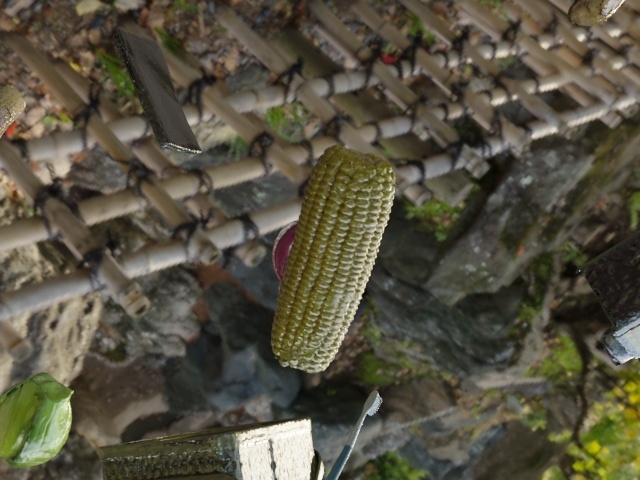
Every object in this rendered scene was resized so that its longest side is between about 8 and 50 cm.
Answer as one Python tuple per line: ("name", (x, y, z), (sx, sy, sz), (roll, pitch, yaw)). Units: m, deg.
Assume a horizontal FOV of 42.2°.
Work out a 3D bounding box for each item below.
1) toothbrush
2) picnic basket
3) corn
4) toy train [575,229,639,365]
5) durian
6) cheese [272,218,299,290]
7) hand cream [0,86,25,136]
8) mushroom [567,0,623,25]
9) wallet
("toothbrush", (0.040, 0.376, 1.435), (0.275, 0.019, 0.025), (-57, 130, -31))
("picnic basket", (-0.108, 0.274, 0.895), (0.165, 0.139, 0.267), (-10, 169, 17))
("corn", (0.012, 0.031, 1.224), (0.131, 0.131, 0.344), (-8, 121, -56))
("toy train", (0.434, 0.051, 0.972), (0.261, 0.134, 0.177), (-36, 127, 18))
("durian", (-0.480, 0.303, 1.374), (0.101, 0.139, 0.250), (6, 145, -34))
("cheese", (0.000, 0.000, 1.546), (0.244, 0.155, 0.062), (-63, 172, -1))
("hand cream", (-0.459, -0.157, 1.134), (0.084, 0.084, 0.203), (-57, -170, 29))
("mushroom", (0.538, -0.449, 1.330), (0.208, 0.233, 0.301), (-8, 136, 1))
("wallet", (-0.298, -0.270, 1.525), (0.025, 0.244, 0.124), (-30, 167, 22))
